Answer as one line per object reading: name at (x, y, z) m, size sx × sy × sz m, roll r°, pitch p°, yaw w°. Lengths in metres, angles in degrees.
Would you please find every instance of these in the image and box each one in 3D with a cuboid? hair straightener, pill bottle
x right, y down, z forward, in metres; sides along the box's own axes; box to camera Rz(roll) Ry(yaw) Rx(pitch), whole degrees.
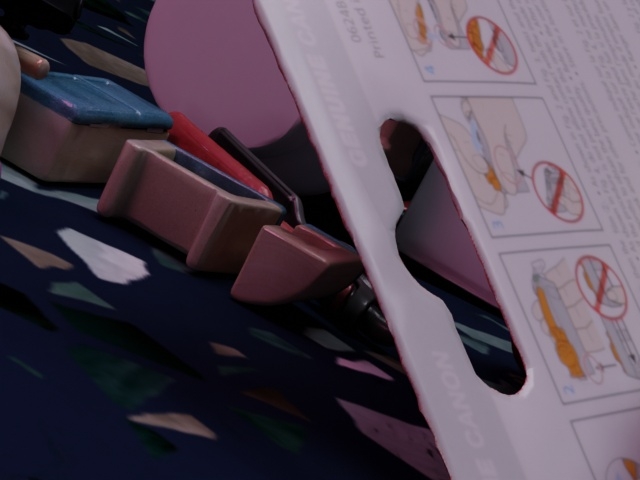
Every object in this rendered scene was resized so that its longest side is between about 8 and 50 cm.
hair straightener at (0.000, 0.000, 1.012) m, size 0.230 × 0.047 × 0.089 m, roll 35°, pitch 13°, yaw 37°
pill bottle at (0.005, -0.116, 1.251) m, size 0.176 × 0.176 × 0.318 m, roll 30°, pitch 10°, yaw 18°

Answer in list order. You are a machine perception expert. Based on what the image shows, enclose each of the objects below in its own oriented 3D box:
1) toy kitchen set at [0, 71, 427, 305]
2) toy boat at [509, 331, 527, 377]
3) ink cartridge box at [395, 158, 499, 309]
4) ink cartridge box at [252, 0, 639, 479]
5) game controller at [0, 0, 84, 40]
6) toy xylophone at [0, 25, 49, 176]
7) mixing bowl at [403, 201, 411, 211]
toy kitchen set at (-0.041, -0.077, 0.951) m, size 0.207 × 0.166 × 0.122 m, roll 30°, pitch 10°, yaw 16°
toy boat at (0.218, 0.062, 1.011) m, size 0.231 × 0.151 × 0.151 m, roll 22°, pitch 22°, yaw -23°
ink cartridge box at (0.183, -0.057, 1.334) m, size 0.117 × 0.201 × 0.278 m, roll 31°, pitch 10°, yaw 17°
ink cartridge box at (0.131, 0.017, 0.815) m, size 0.385 × 0.091 × 0.308 m, roll -4°, pitch 65°, yaw -44°
game controller at (-0.271, -0.197, 0.957) m, size 0.319 × 0.067 × 0.166 m, roll 30°, pitch 11°, yaw 24°
toy xylophone at (-0.258, -0.122, 0.849) m, size 0.322 × 0.081 × 0.236 m, roll 30°, pitch -3°, yaw 28°
mixing bowl at (0.086, -0.082, 1.521) m, size 0.181 × 0.098 × 0.181 m, roll 27°, pitch 11°, yaw -5°
